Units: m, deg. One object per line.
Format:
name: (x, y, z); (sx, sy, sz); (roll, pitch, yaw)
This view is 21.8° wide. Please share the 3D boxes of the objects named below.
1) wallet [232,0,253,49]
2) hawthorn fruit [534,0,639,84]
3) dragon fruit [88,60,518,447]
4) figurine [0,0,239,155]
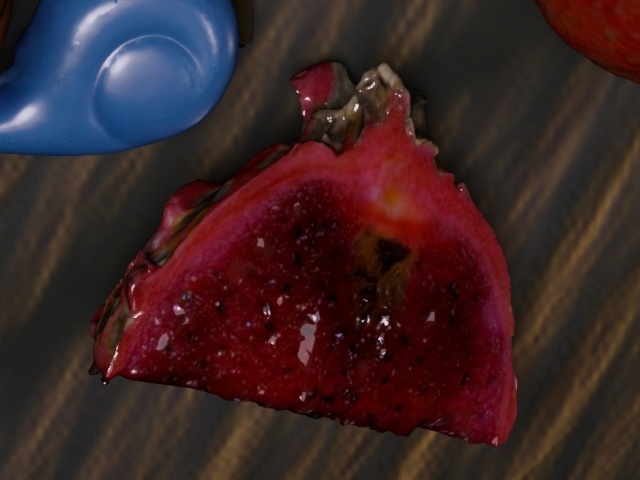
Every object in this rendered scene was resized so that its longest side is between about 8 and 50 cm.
wallet: (-0.094, -0.195, 0.879); (0.110, 0.031, 0.198); (-4, 113, -6)
hawthorn fruit: (0.214, -0.157, 0.846); (0.189, 0.251, 0.190); (-16, 118, -32)
dragon fruit: (0.000, 0.000, 0.936); (0.262, 0.134, 0.212); (18, 98, -32)
figurine: (-0.226, -0.149, 0.754); (0.243, 0.298, 0.416); (-36, 125, 6)
